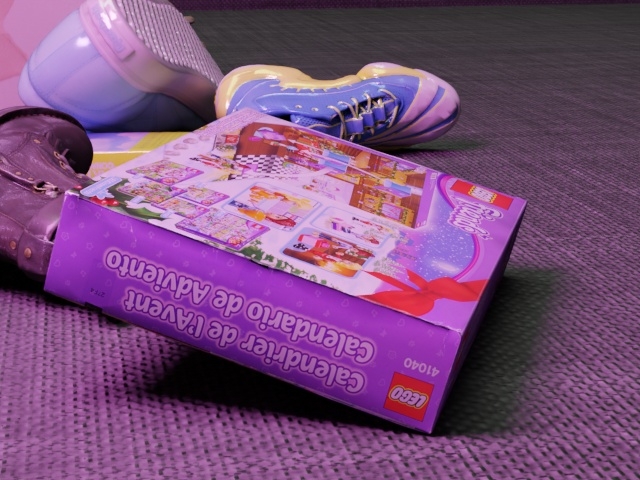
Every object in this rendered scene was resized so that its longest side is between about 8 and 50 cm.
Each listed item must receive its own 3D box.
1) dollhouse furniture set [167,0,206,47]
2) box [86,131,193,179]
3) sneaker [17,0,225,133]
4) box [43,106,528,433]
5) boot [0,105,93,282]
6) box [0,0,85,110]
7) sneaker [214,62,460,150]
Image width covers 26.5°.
[{"bbox_3d":[-0.318,-0.304,1.817,0.242,0.212,0.161,-23,2,25],"label":"dollhouse furniture set"},{"bbox_3d":[-0.158,-0.068,1.175,0.178,0.042,0.109,0,13,5],"label":"box"},{"bbox_3d":[-0.192,-0.155,1.343,0.150,0.135,0.366,-32,-12,10],"label":"sneaker"},{"bbox_3d":[0.000,0.000,0.763,0.200,0.057,0.293,19,17,10],"label":"box"},{"bbox_3d":[-0.157,-0.017,0.920,0.228,0.091,0.263,11,21,20],"label":"boot"},{"bbox_3d":[-0.296,-0.270,1.438,0.121,0.311,0.148,-4,14,-17],"label":"box"},{"bbox_3d":[0.018,-0.106,1.291,0.240,0.091,0.126,0,32,-2],"label":"sneaker"}]
